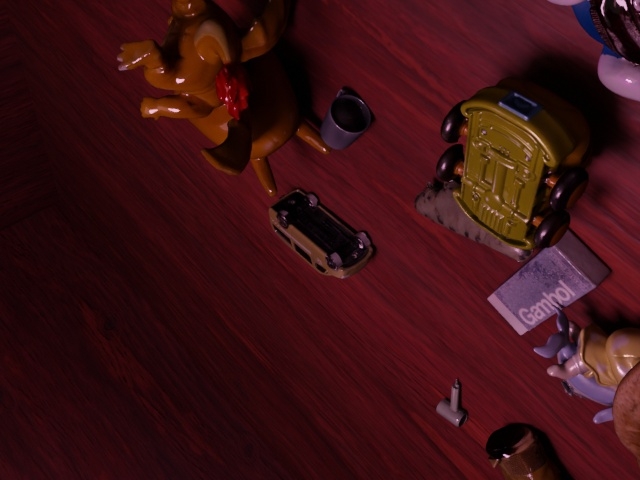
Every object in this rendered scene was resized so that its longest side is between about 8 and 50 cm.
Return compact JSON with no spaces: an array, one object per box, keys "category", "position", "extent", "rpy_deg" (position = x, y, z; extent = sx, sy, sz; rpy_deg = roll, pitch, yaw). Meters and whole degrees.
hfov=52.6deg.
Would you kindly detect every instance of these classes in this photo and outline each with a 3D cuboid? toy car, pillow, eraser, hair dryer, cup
[{"category":"toy car","position":[0.273,-0.109,0.866],"extent":[0.200,0.142,0.248],"rpy_deg":[41,158,25]},{"category":"pillow","position":[0.247,-0.048,1.055],"extent":[0.241,0.051,0.093],"rpy_deg":[33,134,41]},{"category":"eraser","position":[0.353,0.073,1.025],"extent":[0.092,0.046,0.212],"rpy_deg":[49,150,13]},{"category":"toy car","position":[0.000,0.000,1.424],"extent":[0.256,0.101,0.124],"rpy_deg":[40,152,28]},{"category":"hair dryer","position":[0.288,0.346,1.413],"extent":[0.063,0.038,0.124],"rpy_deg":[29,135,40]},{"category":"cup","position":[0.041,-0.223,1.177],"extent":[0.077,0.078,0.100],"rpy_deg":[135,133,-65]}]

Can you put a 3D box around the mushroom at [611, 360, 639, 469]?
[{"category":"mushroom","position":[0.495,0.221,0.796],"extent":[0.278,0.146,0.278],"rpy_deg":[2,122,3]}]

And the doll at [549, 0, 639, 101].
[{"category":"doll","position":[0.366,-0.235,0.520],"extent":[0.284,0.240,0.310],"rpy_deg":[24,-178,-29]}]

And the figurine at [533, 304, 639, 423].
[{"category":"figurine","position":[0.418,0.176,0.936],"extent":[0.208,0.128,0.184],"rpy_deg":[31,144,6]}]

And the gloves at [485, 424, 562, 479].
[{"category":"gloves","position":[0.438,0.526,1.264],"extent":[0.154,0.141,0.331],"rpy_deg":[-27,86,35]}]

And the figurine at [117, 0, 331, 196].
[{"category":"figurine","position":[-0.165,-0.264,1.157],"extent":[0.268,0.401,0.387],"rpy_deg":[-6,159,21]}]
